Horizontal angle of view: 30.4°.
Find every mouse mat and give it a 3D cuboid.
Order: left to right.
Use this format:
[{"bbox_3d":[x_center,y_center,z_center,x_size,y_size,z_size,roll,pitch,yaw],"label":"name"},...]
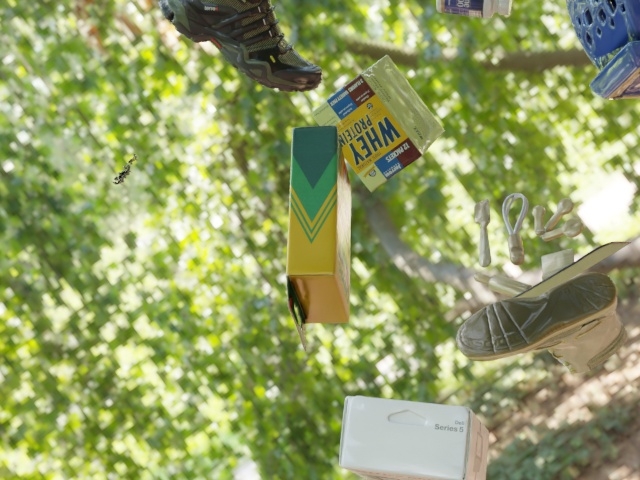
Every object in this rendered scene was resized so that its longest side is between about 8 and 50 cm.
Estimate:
[{"bbox_3d":[0.347,0.049,1.676,0.189,0.007,0.152,-32,-14,22],"label":"mouse mat"}]

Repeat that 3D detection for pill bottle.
[{"bbox_3d":[0.257,-0.405,1.959,0.067,0.120,0.067,9,-90,-77],"label":"pill bottle"}]

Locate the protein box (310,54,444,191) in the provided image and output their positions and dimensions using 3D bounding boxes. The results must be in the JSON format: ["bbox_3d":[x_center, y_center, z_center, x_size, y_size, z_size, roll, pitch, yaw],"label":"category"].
[{"bbox_3d":[0.117,-0.236,2.355,0.136,0.200,0.201,-36,5,26],"label":"protein box"}]

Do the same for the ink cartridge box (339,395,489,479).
[{"bbox_3d":[0.156,0.330,1.881,0.198,0.115,0.273,3,-15,15],"label":"ink cartridge box"}]

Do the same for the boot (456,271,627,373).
[{"bbox_3d":[0.296,0.129,1.554,0.213,0.077,0.165,-22,-33,10],"label":"boot"}]

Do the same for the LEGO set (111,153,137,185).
[{"bbox_3d":[-0.365,-0.127,2.212,0.083,0.023,0.054,-33,22,56],"label":"LEGO set"}]

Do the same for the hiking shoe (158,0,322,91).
[{"bbox_3d":[-0.083,-0.272,1.472,0.114,0.227,0.086,-57,15,17],"label":"hiking shoe"}]

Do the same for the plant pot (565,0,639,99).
[{"bbox_3d":[0.568,-0.365,1.977,0.236,0.212,0.236,-4,-12,-8],"label":"plant pot"}]

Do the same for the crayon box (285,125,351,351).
[{"bbox_3d":[0.000,0.000,1.916,0.081,0.319,0.202,-2,-25,7],"label":"crayon box"}]

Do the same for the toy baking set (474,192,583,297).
[{"bbox_3d":[0.356,0.009,2.071,0.256,0.030,0.197,12,71,46],"label":"toy baking set"}]
